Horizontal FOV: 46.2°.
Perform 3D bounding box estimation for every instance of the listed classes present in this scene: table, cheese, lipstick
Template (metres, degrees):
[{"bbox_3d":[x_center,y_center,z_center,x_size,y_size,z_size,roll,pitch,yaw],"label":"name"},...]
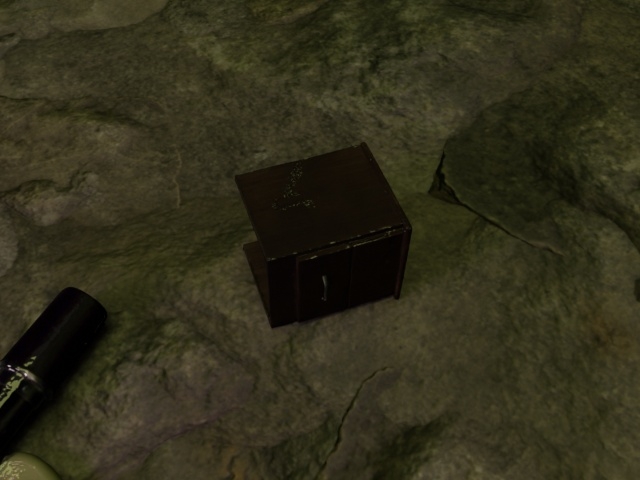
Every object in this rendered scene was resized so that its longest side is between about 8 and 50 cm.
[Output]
[{"bbox_3d":[0.000,0.000,1.046,0.193,0.169,0.172,-14,54,-12],"label":"table"},{"bbox_3d":[-0.312,0.326,0.872,0.192,0.037,0.097,26,57,19],"label":"cheese"},{"bbox_3d":[-0.381,0.187,0.951,0.081,0.081,0.299,19,53,14],"label":"lipstick"}]
